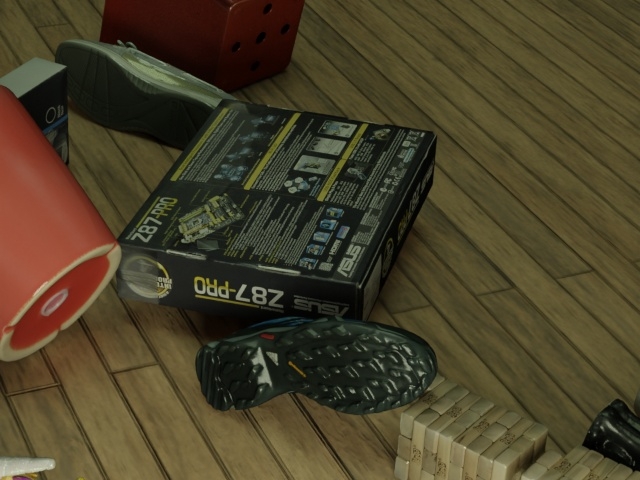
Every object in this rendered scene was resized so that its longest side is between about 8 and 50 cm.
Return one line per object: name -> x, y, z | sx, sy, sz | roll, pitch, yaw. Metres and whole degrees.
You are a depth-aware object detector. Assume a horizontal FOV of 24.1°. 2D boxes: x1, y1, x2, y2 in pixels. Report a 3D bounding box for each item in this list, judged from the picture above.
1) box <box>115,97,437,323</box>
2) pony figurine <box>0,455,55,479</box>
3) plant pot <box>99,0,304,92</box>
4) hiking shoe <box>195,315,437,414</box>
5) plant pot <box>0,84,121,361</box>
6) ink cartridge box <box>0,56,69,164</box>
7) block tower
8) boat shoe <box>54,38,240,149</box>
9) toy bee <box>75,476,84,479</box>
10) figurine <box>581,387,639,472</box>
box -> -0.047, -0.041, 1.947 | 0.318, 0.097, 0.395 | 11, 35, 12
pony figurine -> -0.461, 0.206, 1.322 | 0.351, 0.363, 0.303 | -35, 34, 23
plant pot -> -0.174, -0.392, 2.463 | 0.236, 0.267, 0.267 | 38, 44, 26
hiking shoe -> 0.005, 0.124, 1.703 | 0.304, 0.113, 0.132 | -2, 18, 32
plant pot -> -0.386, -0.007, 1.773 | 0.243, 0.275, 0.275 | 45, 44, 11
ink cartridge box -> -0.457, -0.114, 2.047 | 0.065, 0.165, 0.333 | 18, 35, 20
block tower -> 0.230, 0.261, 1.588 | 0.335, 0.091, 0.097 | 25, 36, 31
boat shoe -> -0.265, -0.230, 2.314 | 0.320, 0.118, 0.103 | 21, 29, 19
toy bee -> -0.235, 0.308, 1.358 | 0.298, 0.162, 0.195 | -6, 62, 20
figurine -> 0.428, 0.237, 1.670 | 0.209, 0.092, 0.215 | 32, 40, 25
